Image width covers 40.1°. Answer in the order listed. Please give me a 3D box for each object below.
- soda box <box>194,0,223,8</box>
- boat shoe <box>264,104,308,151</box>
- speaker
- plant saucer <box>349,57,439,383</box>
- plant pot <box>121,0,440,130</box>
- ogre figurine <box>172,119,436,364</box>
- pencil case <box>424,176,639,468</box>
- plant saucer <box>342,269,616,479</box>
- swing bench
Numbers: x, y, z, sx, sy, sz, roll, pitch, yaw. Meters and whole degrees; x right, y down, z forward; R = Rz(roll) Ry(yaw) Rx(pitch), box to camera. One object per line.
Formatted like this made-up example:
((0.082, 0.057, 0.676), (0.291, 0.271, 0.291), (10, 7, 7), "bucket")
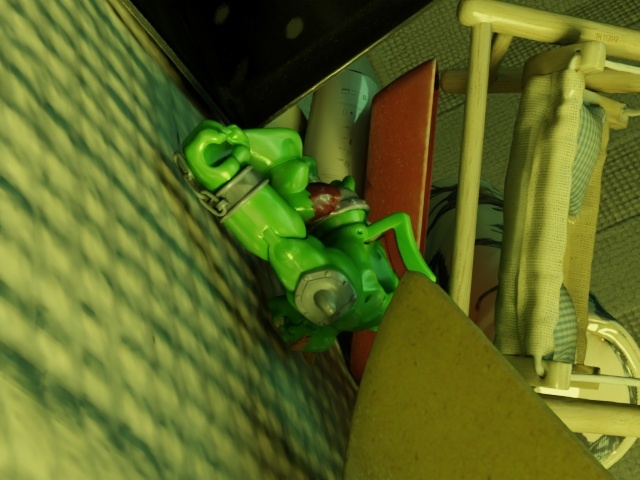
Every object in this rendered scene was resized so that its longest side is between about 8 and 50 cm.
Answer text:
((-0.038, -0.214, 0.774), (0.263, 0.083, 0.092), (-84, 151, -62), "soda box")
((-0.022, -0.078, 0.727), (0.133, 0.042, 0.049), (30, 60, -55), "boat shoe")
((0.012, -0.065, 0.687), (0.055, 0.055, 0.136), (52, 40, -53), "speaker")
((0.064, -0.010, 0.729), (0.258, 0.047, 0.259), (-35, 129, -80), "plant saucer")
((-0.048, -0.214, 0.556), (0.167, 0.188, 0.187), (56, 4, 33), "plant pot")
((0.000, 0.000, 0.501), (0.118, 0.096, 0.197), (57, -5, 20), "ogre figurine")
((0.176, 0.076, 0.887), (0.410, 0.159, 0.184), (-103, -156, -69), "pencil case")
((0.119, 0.224, 0.371), (0.333, 0.081, 0.333), (53, -12, 51), "plant saucer")
((0.199, -0.002, 0.570), (0.165, 0.254, 0.253), (62, 33, -83), "swing bench")
